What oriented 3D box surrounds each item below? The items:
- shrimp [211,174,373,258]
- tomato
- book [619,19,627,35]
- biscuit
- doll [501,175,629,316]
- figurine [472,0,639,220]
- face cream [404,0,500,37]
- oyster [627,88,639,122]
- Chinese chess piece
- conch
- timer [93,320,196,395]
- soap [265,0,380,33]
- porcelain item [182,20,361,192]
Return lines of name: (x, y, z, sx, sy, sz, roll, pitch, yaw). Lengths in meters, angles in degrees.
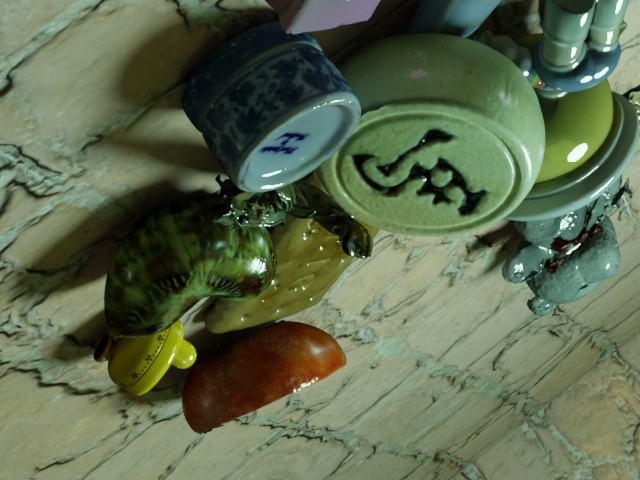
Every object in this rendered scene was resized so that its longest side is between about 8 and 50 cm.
shrimp: (-0.025, -0.024, 1.642, 0.058, 0.169, 0.296, -62, 174, 13)
tomato: (-0.087, 0.174, 2.110, 0.236, 0.095, 0.237, -25, 178, -1)
book: (0.252, -0.158, 2.080, 0.228, 0.018, 0.322, -19, 153, -39)
biscuit: (0.000, 0.000, 1.983, 0.217, 0.044, 0.325, -11, 148, -47)
doll: (0.387, -0.003, 2.432, 0.246, 0.158, 0.340, -45, 159, -13)
figurine: (0.253, -0.155, 1.764, 0.224, 0.205, 0.382, -34, 160, -6)
face cream: (0.165, -0.282, 1.581, 0.135, 0.086, 0.385, -34, 166, -30)
oyster: (0.447, -0.170, 2.321, 0.148, 0.051, 0.103, -27, 153, 4)
Chinese chess piece: (0.112, -0.107, 1.674, 0.250, 0.101, 0.250, 4, 143, 3)
conch: (-0.142, 0.020, 1.697, 0.187, 0.124, 0.181, -15, -177, 29)
timer: (-0.197, 0.135, 1.859, 0.107, 0.109, 0.107, -48, -161, 23)
soap: (0.034, -0.279, 1.395, 0.122, 0.065, 0.203, -18, 152, -41)
porcelain item: (-0.049, -0.131, 1.512, 0.147, 0.114, 0.147, -31, 161, -12)
